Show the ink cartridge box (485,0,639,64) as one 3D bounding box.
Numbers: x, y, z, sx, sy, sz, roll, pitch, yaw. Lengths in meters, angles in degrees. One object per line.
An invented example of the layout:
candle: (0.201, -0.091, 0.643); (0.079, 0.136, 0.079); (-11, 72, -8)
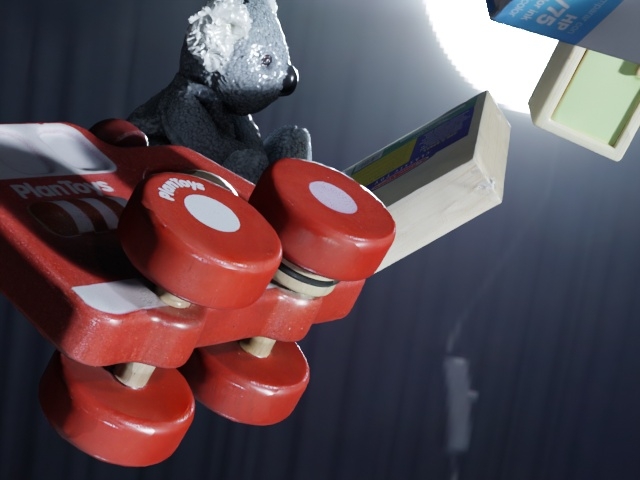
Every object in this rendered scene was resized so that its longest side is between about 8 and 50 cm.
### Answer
ink cartridge box: (0.245, -0.223, 0.912); (0.270, 0.198, 0.197); (12, -37, -26)

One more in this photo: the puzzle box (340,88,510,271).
puzzle box: (0.000, 0.000, 1.577); (0.409, 0.052, 0.272); (-29, 12, 17)

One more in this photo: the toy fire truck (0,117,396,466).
toy fire truck: (-0.115, -0.004, 1.081); (0.254, 0.169, 0.302); (42, 28, 24)

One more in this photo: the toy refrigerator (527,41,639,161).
toy refrigerator: (0.319, -0.226, 1.625); (0.102, 0.269, 0.094); (24, 20, -7)

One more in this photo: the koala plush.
koala plush: (-0.105, -0.161, 1.686); (0.203, 0.221, 0.196); (18, 18, 12)
